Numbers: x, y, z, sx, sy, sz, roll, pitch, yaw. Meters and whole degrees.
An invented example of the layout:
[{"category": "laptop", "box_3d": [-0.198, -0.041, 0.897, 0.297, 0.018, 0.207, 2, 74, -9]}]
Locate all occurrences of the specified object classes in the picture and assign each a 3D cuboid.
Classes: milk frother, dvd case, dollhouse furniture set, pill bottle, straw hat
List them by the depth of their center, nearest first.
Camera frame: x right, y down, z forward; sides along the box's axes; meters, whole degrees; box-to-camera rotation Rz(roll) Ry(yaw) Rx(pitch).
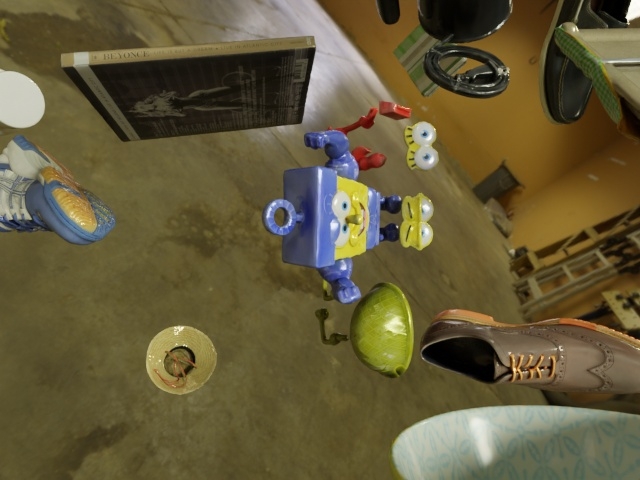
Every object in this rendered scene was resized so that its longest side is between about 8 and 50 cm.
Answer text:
[{"category": "milk frother", "box_3d": [0.117, -0.206, 0.333, 0.143, 0.129, 0.134, 55, -2, 26]}, {"category": "dvd case", "box_3d": [-0.123, -0.155, 0.463, 0.164, 0.222, 0.018, 127, -46, -78]}, {"category": "dollhouse furniture set", "box_3d": [0.408, -0.124, 0.469, 0.302, 0.151, 0.197, -2, 47, -3]}, {"category": "pill bottle", "box_3d": [-0.661, -0.273, 0.858, 0.131, 0.230, 0.131, -23, 117, -58]}, {"category": "straw hat", "box_3d": [-0.286, 0.249, 0.872, 0.145, 0.061, 0.144, 19, 43, -18]}]

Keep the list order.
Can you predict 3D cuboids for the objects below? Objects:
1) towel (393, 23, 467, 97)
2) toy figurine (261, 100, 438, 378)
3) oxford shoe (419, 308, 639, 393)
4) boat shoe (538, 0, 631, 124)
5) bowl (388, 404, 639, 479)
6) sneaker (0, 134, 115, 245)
[{"category": "towel", "box_3d": [0.234, -0.398, 0.939, 0.023, 0.113, 0.151, 8, 50, -51]}, {"category": "toy figurine", "box_3d": [0.000, 0.000, 0.533, 0.217, 0.191, 0.362, -1, 96, -49]}, {"category": "oxford shoe", "box_3d": [0.346, 0.204, 0.722, 0.133, 0.364, 0.129, -22, 108, -56]}, {"category": "boat shoe", "box_3d": [0.353, -0.269, 0.572, 0.084, 0.232, 0.079, -3, 23, -19]}, {"category": "bowl", "box_3d": [0.198, 0.231, 0.305, 0.290, 0.290, 0.155, 8, 79, -56]}, {"category": "sneaker", "box_3d": [-0.420, -0.047, 0.653, 0.297, 0.131, 0.112, 32, -12, 37]}]
